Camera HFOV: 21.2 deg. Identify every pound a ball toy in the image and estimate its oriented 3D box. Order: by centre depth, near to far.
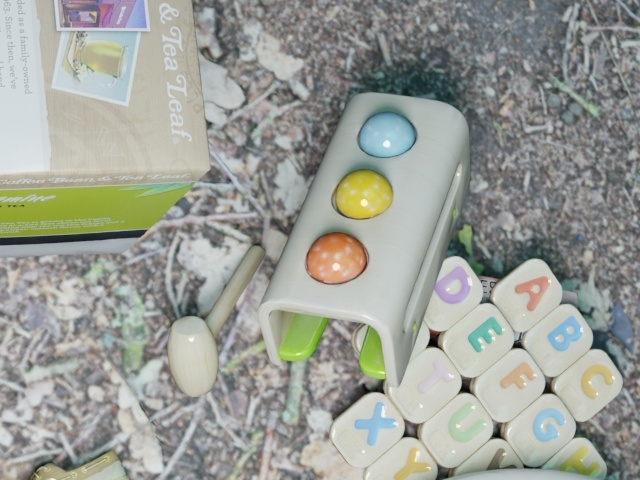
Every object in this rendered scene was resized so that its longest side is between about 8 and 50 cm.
[{"bbox_3d":[0.000,0.000,1.583,0.208,0.135,0.319,9,50,17],"label":"pound a ball toy"}]

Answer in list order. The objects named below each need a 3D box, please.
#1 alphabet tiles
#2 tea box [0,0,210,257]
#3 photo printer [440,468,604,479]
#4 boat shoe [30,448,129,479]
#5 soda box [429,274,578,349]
[{"bbox_3d":[0.157,0.163,1.662,0.278,0.021,0.284,-38,102,-13],"label":"alphabet tiles"},{"bbox_3d":[-0.250,-0.173,1.472,0.220,0.323,0.329,-3,77,-21],"label":"tea box"},{"bbox_3d":[0.178,0.369,1.597,0.256,0.107,0.307,-4,85,-18],"label":"photo printer"},{"bbox_3d":[-0.238,0.222,1.531,0.135,0.050,0.045,-12,78,-33],"label":"boat shoe"},{"bbox_3d":[0.164,0.072,1.709,0.183,0.058,0.063,9,74,-17],"label":"soda box"}]
